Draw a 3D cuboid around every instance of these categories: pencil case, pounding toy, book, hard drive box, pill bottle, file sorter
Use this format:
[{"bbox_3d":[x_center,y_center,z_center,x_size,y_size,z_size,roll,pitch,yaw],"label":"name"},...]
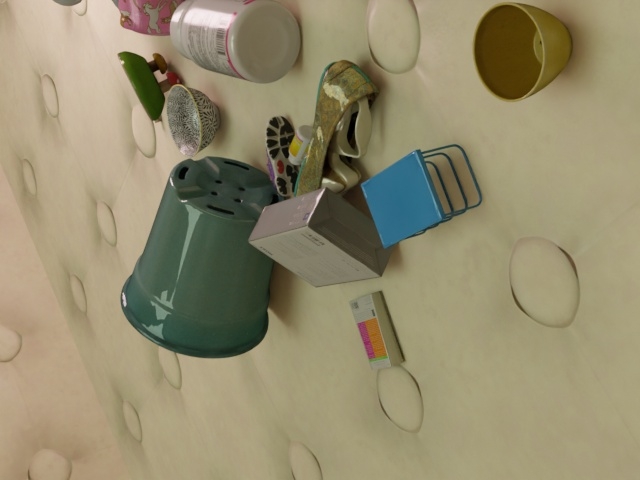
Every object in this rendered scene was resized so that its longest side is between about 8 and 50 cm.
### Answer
[{"bbox_3d":[-0.363,-0.648,2.059,0.160,0.167,0.386,9,116,14],"label":"pencil case"},{"bbox_3d":[-0.408,-0.397,2.334,0.183,0.110,0.237,64,177,-4],"label":"pounding toy"},{"bbox_3d":[0.106,0.178,1.844,0.096,0.035,0.144,-25,82,60],"label":"book"},{"bbox_3d":[0.000,0.000,1.782,0.181,0.089,0.232,35,156,-24],"label":"hard drive box"},{"bbox_3d":[-0.038,-0.189,1.888,0.043,0.043,0.083,58,144,24],"label":"pill bottle"},{"bbox_3d":[-0.180,-0.413,1.899,0.283,0.160,0.160,25,124,50],"label":"pill bottle"},{"bbox_3d":[0.169,-0.076,1.567,0.170,0.104,0.118,-30,79,57],"label":"file sorter"}]

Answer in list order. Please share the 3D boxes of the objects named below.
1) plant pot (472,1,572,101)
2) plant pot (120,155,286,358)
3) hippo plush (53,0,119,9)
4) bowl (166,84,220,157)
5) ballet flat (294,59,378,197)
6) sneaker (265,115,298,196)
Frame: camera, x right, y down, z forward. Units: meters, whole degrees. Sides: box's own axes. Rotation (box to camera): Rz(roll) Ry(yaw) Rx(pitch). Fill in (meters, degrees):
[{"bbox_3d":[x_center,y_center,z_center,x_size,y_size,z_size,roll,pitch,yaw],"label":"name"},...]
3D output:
[{"bbox_3d":[0.292,-0.266,1.306,0.134,0.095,0.134,30,128,48],"label":"plant pot"},{"bbox_3d":[-0.235,0.021,2.048,0.341,0.341,0.334,47,131,36],"label":"plant pot"},{"bbox_3d":[-0.537,-0.664,2.260,0.234,0.236,0.294,41,135,41],"label":"hippo plush"},{"bbox_3d":[-0.285,-0.283,2.190,0.170,0.080,0.170,28,125,49],"label":"bowl"},{"bbox_3d":[0.032,-0.162,1.742,0.123,0.123,0.349,47,139,36],"label":"ballet flat"},{"bbox_3d":[-0.092,-0.175,1.960,0.071,0.068,0.170,26,126,56],"label":"sneaker"}]
